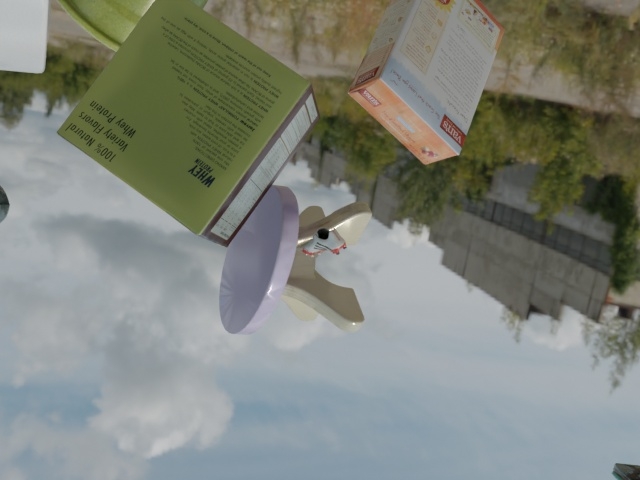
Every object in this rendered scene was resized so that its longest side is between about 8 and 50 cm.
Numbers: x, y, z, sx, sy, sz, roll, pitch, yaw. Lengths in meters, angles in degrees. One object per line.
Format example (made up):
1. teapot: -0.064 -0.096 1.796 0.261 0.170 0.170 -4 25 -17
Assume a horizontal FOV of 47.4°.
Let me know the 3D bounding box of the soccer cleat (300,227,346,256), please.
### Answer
1. soccer cleat: 0.000 0.000 0.935 0.029 0.036 0.083 -39 -159 -30

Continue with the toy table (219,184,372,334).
1. toy table: -0.041 0.036 1.139 0.161 0.274 0.252 5 -125 -26

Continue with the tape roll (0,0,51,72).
1. tape roll: -0.237 -0.260 0.498 0.100 0.286 0.286 0 -167 -22

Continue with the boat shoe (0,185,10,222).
1. boat shoe: -0.466 -0.042 0.793 0.319 0.116 0.099 4 -172 33

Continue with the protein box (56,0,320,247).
1. protein box: -0.141 -0.133 0.836 0.200 0.201 0.136 35 177 8

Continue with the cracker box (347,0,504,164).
1. cracker box: 0.146 -0.240 0.965 0.155 0.232 0.067 38 150 -27

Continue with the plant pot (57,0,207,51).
1. plant pot: -0.240 -0.457 1.109 0.276 0.254 0.276 32 -143 -29

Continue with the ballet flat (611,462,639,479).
1. ballet flat: 0.383 0.282 0.766 0.070 0.070 0.188 8 -164 -15
